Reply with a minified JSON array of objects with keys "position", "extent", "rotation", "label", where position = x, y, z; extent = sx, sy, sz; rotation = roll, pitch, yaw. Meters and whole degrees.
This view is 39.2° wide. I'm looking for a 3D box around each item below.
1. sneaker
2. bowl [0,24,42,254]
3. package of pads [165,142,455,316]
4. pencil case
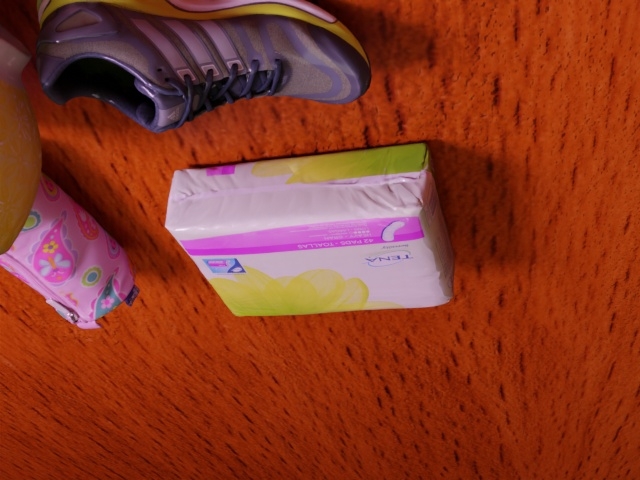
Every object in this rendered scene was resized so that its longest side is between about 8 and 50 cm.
[{"position":[-0.104,-0.147,0.786],"extent":[0.300,0.121,0.111],"rotation":[6,150,-3],"label":"sneaker"},{"position":[-0.342,-0.136,0.769],"extent":[0.156,0.289,0.289],"rotation":[-50,135,2],"label":"bowl"},{"position":[0.000,0.000,1.049],"extent":[0.296,0.101,0.229],"rotation":[-4,149,15],"label":"package of pads"},{"position":[-0.332,0.000,1.073],"extent":[0.124,0.124,0.284],"rotation":[-6,148,17],"label":"pencil case"}]
